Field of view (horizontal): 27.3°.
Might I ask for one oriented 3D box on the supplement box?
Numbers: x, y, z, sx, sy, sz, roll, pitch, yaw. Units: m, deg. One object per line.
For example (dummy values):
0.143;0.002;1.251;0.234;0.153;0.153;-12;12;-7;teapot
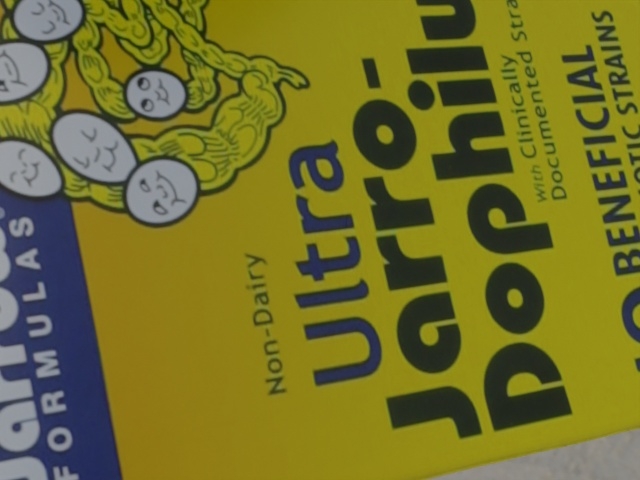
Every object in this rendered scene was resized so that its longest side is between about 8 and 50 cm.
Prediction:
0.000;0.000;0.506;0.195;0.356;0.194;-30;70;59;supplement box
